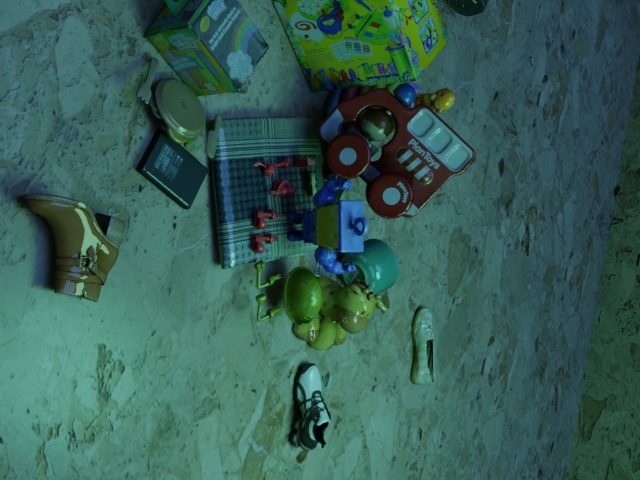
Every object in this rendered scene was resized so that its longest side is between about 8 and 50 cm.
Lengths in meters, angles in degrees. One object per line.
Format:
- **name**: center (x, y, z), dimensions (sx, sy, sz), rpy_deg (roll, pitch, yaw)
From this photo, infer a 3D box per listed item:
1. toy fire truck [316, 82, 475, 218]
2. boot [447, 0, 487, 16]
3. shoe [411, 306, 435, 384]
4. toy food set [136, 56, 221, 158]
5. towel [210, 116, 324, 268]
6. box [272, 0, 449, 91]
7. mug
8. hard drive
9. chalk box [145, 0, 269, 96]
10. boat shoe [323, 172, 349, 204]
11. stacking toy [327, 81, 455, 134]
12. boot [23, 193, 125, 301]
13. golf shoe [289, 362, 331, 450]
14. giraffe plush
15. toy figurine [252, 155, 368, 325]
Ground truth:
- **toy fire truck**: center (0.157, -0.204, 1.702), dimensions (0.302, 0.169, 0.254), rpy_deg (44, 95, -2)
- **boot**: center (0.412, -0.921, 2.156), dimensions (0.367, 0.146, 0.445), rpy_deg (40, 65, -53)
- **shoe**: center (0.296, 0.295, 2.151), dimensions (0.076, 0.058, 0.219), rpy_deg (4, 89, -50)
- **toy food set**: center (-0.271, -0.244, 1.450), dimensions (0.192, 0.038, 0.132), rpy_deg (41, 40, -35)
- **towel**: center (-0.108, -0.110, 1.664), dimensions (0.324, 0.056, 0.312), rpy_deg (-9, 96, -47)
- **box**: center (0.081, -0.496, 1.671), dimensions (0.177, 0.289, 0.279), rpy_deg (-51, 129, -35)
- **mug**: center (0.113, 0.084, 1.866), dimensions (0.097, 0.129, 0.158), rpy_deg (-24, 110, -44)
- **hard drive**: center (-0.279, -0.134, 1.466), dimensions (0.135, 0.022, 0.094), rpy_deg (43, 60, -42)
- **chalk box**: center (-0.224, -0.392, 1.437), dimensions (0.213, 0.132, 0.132), rpy_deg (51, 56, -37)
- **boat shoe**: center (0.034, -0.139, 1.830), dimensions (0.064, 0.075, 0.206), rpy_deg (21, 79, -3)
- **stacking toy**: center (0.182, -0.317, 1.793), dimensions (0.166, 0.301, 0.175), rpy_deg (42, 60, -42)
- **boot**: center (-0.418, 0.013, 1.272), dimensions (0.197, 0.073, 0.152), rpy_deg (26, 76, -45)
- **golf shoe**: center (-0.010, 0.381, 1.764), dimensions (0.077, 0.093, 0.198), rpy_deg (7, 85, -49)
- **giraffe plush**: center (0.056, 0.152, 1.768), dimensions (0.181, 0.170, 0.210), rpy_deg (-8, 98, -50)
- **toy figurine**: center (0.000, 0.000, 1.579), dimensions (0.191, 0.217, 0.363), rpy_deg (3, 87, -48)
